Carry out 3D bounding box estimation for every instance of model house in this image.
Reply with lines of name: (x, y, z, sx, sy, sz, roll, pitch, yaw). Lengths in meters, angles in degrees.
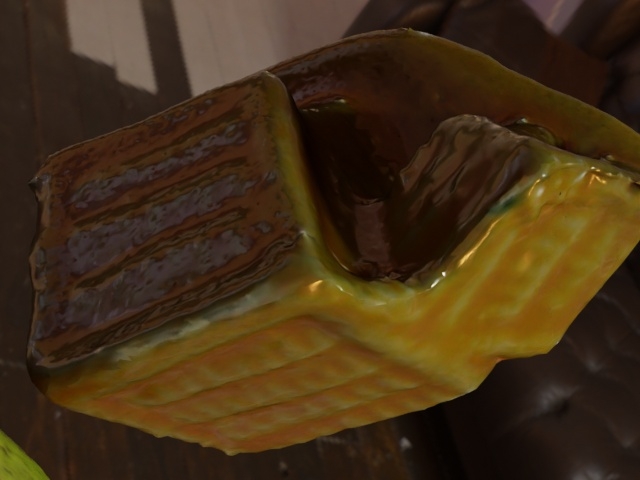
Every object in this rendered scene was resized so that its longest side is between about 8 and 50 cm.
model house: (0.007, -0.008, 0.504, 0.173, 0.268, 0.239, 68, 20, -1)

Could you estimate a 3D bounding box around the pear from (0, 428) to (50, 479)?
pear: (-0.265, 0.221, 0.513, 0.391, 0.391, 0.391, 28, 33, -20)
